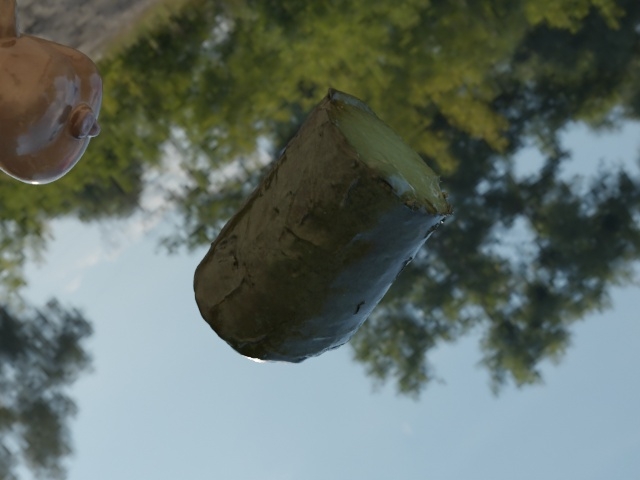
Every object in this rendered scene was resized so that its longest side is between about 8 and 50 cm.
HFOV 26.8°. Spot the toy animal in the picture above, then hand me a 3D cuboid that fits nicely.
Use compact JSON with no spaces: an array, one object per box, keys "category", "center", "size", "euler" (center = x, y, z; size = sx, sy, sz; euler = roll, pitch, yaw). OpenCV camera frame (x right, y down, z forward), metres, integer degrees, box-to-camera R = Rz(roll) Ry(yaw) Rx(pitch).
[{"category":"toy animal","center":[-0.453,-0.205,1.938],"size":[0.326,0.269,0.237],"euler":[20,-100,25]}]

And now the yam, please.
[{"category":"yam","center":[0.000,0.000,1.504],"size":[0.300,0.195,0.195],"euler":[-52,-172,28]}]
